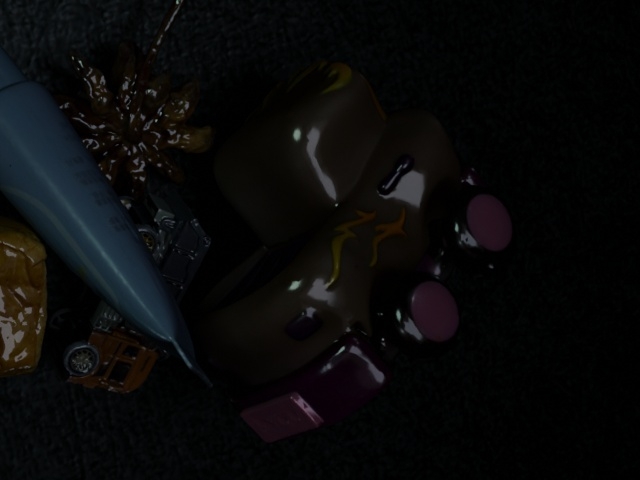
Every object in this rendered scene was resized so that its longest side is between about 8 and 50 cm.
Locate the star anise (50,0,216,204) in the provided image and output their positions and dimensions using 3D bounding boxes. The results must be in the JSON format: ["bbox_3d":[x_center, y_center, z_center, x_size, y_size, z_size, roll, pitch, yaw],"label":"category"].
[{"bbox_3d":[-0.182,-0.132,1.567,0.177,0.073,0.234,-12,108,-20],"label":"star anise"}]

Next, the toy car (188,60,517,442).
[{"bbox_3d":[0.000,0.000,1.571,0.240,0.271,0.340,47,51,-15],"label":"toy car"}]

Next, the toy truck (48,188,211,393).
[{"bbox_3d":[-0.172,0.046,1.566,0.092,0.083,0.192,22,104,-28],"label":"toy truck"}]

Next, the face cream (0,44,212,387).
[{"bbox_3d":[-0.215,-0.033,1.457,0.086,0.135,0.385,-37,79,-5],"label":"face cream"}]

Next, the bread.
[{"bbox_3d":[-0.322,0.045,1.472,0.143,0.158,0.149,1,101,-28],"label":"bread"}]
